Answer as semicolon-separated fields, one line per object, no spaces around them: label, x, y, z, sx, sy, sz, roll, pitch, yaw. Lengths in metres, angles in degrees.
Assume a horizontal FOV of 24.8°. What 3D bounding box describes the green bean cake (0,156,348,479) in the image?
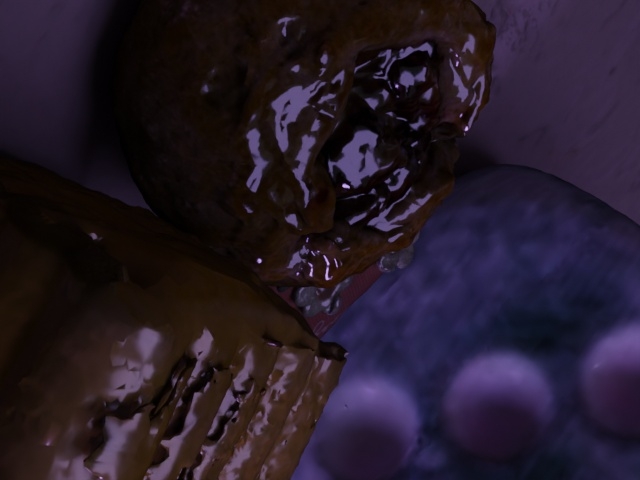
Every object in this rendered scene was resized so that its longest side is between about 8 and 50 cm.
green bean cake;-0.122;0.042;0.691;0.131;0.229;0.224;-63;153;3

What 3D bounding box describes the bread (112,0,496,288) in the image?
bread;0.000;-0.078;0.810;0.230;0.123;0.230;-19;121;-34

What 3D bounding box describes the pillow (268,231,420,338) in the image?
pillow;0.000;0.000;0.973;0.179;0.075;0.171;-45;147;-14

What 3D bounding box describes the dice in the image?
dice;0.179;0.166;1.148;0.348;0.328;0.330;-54;150;0
